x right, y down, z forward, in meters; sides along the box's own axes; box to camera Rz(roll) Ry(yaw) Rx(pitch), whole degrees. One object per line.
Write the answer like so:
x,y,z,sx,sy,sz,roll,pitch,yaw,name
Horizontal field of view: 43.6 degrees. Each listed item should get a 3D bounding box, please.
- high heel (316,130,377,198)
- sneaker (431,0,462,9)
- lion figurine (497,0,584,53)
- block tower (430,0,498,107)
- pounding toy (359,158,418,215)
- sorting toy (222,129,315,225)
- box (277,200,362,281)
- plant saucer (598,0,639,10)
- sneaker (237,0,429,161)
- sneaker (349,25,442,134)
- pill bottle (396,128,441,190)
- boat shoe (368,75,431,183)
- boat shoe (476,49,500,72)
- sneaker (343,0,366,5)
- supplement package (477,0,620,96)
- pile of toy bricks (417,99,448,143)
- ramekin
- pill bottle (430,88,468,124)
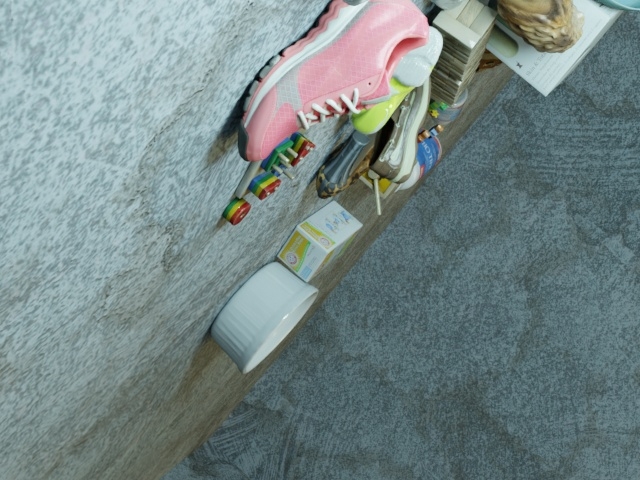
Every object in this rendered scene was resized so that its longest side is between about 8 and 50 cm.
0.094,-0.184,1.723,0.261,0.093,0.186,-28,161,-49,high heel
0.238,-0.433,1.324,0.087,0.092,0.229,-50,173,-3,sneaker
0.368,-0.465,1.314,0.142,0.240,0.392,-43,170,-6,lion figurine
0.269,-0.374,1.602,0.097,0.091,0.335,-55,173,-6,block tower
0.151,-0.162,1.960,0.141,0.130,0.100,-53,170,29,pounding toy
-0.059,-0.134,1.293,0.132,0.046,0.275,-39,167,-51,sorting toy
0.000,0.000,2.001,0.114,0.103,0.203,-55,170,33,box
0.524,-0.564,1.514,0.317,0.318,0.043,-43,-174,-38,plant saucer
0.020,-0.209,1.048,0.314,0.136,0.116,-49,171,-2,sneaker
0.140,-0.306,1.469,0.240,0.091,0.126,-46,-173,33,sneaker
0.228,-0.211,2.163,0.221,0.124,0.124,-41,169,-45,pill bottle
0.150,-0.246,1.580,0.095,0.095,0.258,-18,-121,62,boat shoe
0.363,-0.451,1.861,0.120,0.122,0.324,-46,165,20,boat shoe
0.101,-0.373,0.868,0.151,0.094,0.256,-39,179,-21,sneaker
0.439,-0.469,1.610,0.198,0.262,0.199,-39,168,-48,supplement package
0.270,-0.321,1.860,0.212,0.118,0.105,-46,-169,-26,pile of toy bricks
-0.144,0.183,1.975,0.277,0.135,0.277,-47,171,-10,ramekin
0.340,-0.370,2.154,0.087,0.087,0.160,-48,172,-9,pill bottle
